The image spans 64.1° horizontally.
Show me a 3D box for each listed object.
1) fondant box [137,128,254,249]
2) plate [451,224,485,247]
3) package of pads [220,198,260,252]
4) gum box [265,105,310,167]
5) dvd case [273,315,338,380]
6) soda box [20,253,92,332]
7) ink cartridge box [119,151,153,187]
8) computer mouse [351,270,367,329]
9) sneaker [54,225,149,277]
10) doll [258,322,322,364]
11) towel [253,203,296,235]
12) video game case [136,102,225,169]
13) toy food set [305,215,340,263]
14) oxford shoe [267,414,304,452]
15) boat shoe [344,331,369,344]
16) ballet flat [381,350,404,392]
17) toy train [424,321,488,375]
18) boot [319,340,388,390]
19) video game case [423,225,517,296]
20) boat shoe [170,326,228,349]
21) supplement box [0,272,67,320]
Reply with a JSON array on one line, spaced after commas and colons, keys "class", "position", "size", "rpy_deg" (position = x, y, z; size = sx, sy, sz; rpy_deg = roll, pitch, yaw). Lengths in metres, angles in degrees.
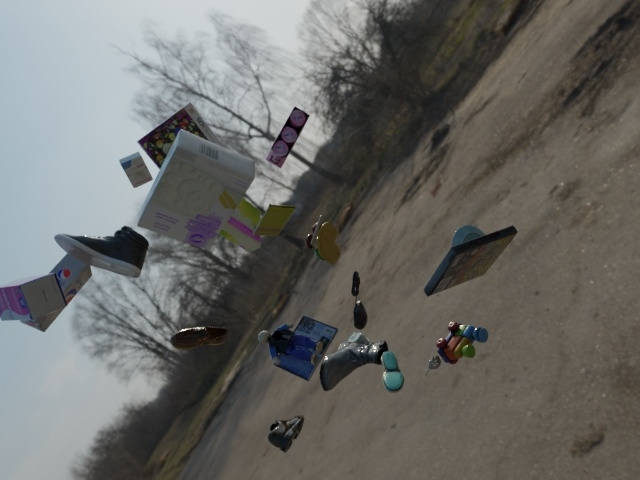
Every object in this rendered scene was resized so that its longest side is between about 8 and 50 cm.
[{"class": "fondant box", "position": [-0.377, -0.142, 1.546], "size": [0.330, 0.239, 0.096], "rpy_deg": [-50, 32, 34]}, {"class": "plate", "position": [0.578, 0.031, 1.932], "size": [0.188, 0.188, 0.024], "rpy_deg": [-58, 15, -23]}, {"class": "package of pads", "position": [-0.405, -0.109, 2.451], "size": [0.101, 0.296, 0.229], "rpy_deg": [-22, 53, 24]}, {"class": "gum box", "position": [-0.113, -0.341, 1.720], "size": [0.188, 0.062, 0.107], "rpy_deg": [-63, 7, -17]}, {"class": "dvd case", "position": [-0.061, 0.449, 2.152], "size": [0.253, 0.181, 0.022], "rpy_deg": [-57, -36, -25]}, {"class": "soda box", "position": [-0.954, 0.184, 1.847], "size": [0.091, 0.098, 0.286], "rpy_deg": [109, -177, -47]}, {"class": "ink cartridge box", "position": [-0.758, -0.290, 2.105], "size": [0.089, 0.052, 0.122], "rpy_deg": [-28, -49, -14]}, {"class": "computer mouse", "position": [0.131, 0.200, 1.675], "size": [0.071, 0.041, 0.242], "rpy_deg": [-63, -27, -47]}, {"class": "sneaker", "position": [-0.706, 0.009, 1.685], "size": [0.104, 0.296, 0.146], "rpy_deg": [116, 174, -57]}, {"class": "doll", "position": [-0.096, 0.298, 1.460], "size": [0.046, 0.189, 0.129], "rpy_deg": [72, -142, -54]}, {"class": "towel", "position": [-0.172, -0.073, 1.876], "size": [0.237, 0.102, 0.021], "rpy_deg": [131, 135, -58]}, {"class": "video game case", "position": [-0.485, -0.333, 1.802], "size": [0.232, 0.210, 0.042], "rpy_deg": [-41, 23, -13]}, {"class": "toy food set", "position": [0.000, 0.000, 1.782], "size": [0.218, 0.071, 0.128], "rpy_deg": [45, -125, -55]}, {"class": "oxford shoe", "position": [-0.117, 0.639, 1.751], "size": [0.227, 0.096, 0.082], "rpy_deg": [12, -82, -74]}, {"class": "boat shoe", "position": [0.180, 0.494, 2.472], "size": [0.079, 0.081, 0.227], "rpy_deg": [-50, 2, -15]}, {"class": "ballet flat", "position": [0.281, 0.533, 1.997], "size": [0.086, 0.086, 0.248], "rpy_deg": [-56, 9, 22]}, {"class": "toy train", "position": [0.489, 0.401, 1.831], "size": [0.248, 0.105, 0.143], "rpy_deg": [-45, 16, -30]}, {"class": "boot", "position": [0.150, 0.518, 2.185], "size": [0.223, 0.118, 0.338], "rpy_deg": [-10, 17, 30]}, {"class": "video game case", "position": [0.489, 0.071, 1.690], "size": [0.249, 0.035, 0.274], "rpy_deg": [-17, -30, -21]}, {"class": "boat shoe", "position": [-0.358, 0.283, 1.526], "size": [0.178, 0.064, 0.060], "rpy_deg": [2, -34, -39]}, {"class": "supplement box", "position": [-0.897, 0.175, 1.567], "size": [0.220, 0.111, 0.114], "rpy_deg": [-8, 12, 38]}]
